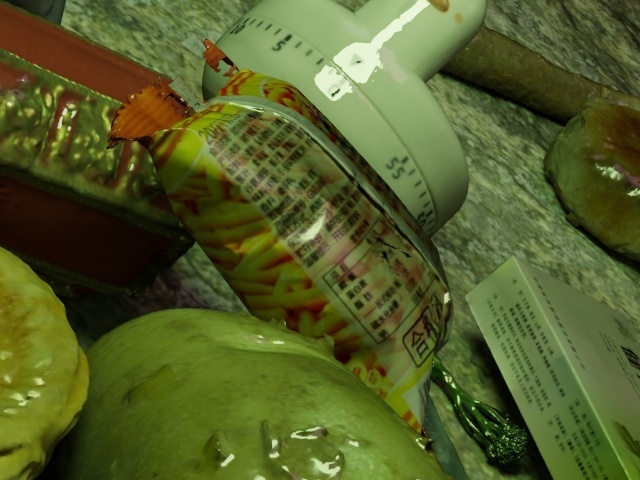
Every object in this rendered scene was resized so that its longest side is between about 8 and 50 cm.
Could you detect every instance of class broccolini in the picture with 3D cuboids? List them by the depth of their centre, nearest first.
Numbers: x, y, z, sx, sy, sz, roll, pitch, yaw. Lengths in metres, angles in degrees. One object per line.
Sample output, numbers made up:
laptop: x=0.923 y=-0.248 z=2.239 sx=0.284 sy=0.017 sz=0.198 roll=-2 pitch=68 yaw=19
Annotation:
broccolini: x=0.115 y=0.120 z=1.306 sx=0.030 sy=0.035 sz=0.140 roll=-3 pitch=48 yaw=-53

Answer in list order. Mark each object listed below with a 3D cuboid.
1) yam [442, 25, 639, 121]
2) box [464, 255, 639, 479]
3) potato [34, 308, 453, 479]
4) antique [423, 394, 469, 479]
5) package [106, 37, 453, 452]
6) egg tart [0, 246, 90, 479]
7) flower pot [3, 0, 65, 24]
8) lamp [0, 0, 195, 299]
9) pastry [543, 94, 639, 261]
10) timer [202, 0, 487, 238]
yam: x=0.226 y=-0.177 z=1.787 sx=0.299 sy=0.066 sz=0.066 roll=19 pitch=35 yaw=-27
box: x=0.232 y=0.147 z=1.332 sx=0.175 sy=0.062 sz=0.260 roll=25 pitch=30 yaw=-43
potato: x=-0.041 y=0.168 z=0.856 sx=0.219 sy=0.270 sz=0.359 roll=9 pitch=36 yaw=-29
antique: x=0.046 y=0.181 z=1.102 sx=0.088 sy=0.086 sz=0.183 roll=11 pitch=40 yaw=-37
package: x=0.000 y=-0.003 z=1.047 sx=0.288 sy=0.108 sz=0.223 roll=54 pitch=15 yaw=-9
egg tart: x=-0.267 y=0.094 z=0.817 sx=0.318 sy=0.128 sz=0.319 roll=5 pitch=25 yaw=-3
flower pot: x=-0.293 y=-0.239 z=1.182 sx=0.265 sy=0.265 sz=0.243 roll=15 pitch=50 yaw=-33
lamp: x=-0.197 y=-0.062 z=1.084 sx=0.274 sy=0.177 sz=0.177 roll=25 pitch=31 yaw=-41
pastry: x=0.322 y=-0.055 z=1.692 sx=0.192 sy=0.093 sz=0.182 roll=32 pitch=32 yaw=-3
timer: x=0.026 y=-0.102 z=1.299 sx=0.240 sy=0.233 sz=0.233 roll=-43 pitch=79 yaw=-14
